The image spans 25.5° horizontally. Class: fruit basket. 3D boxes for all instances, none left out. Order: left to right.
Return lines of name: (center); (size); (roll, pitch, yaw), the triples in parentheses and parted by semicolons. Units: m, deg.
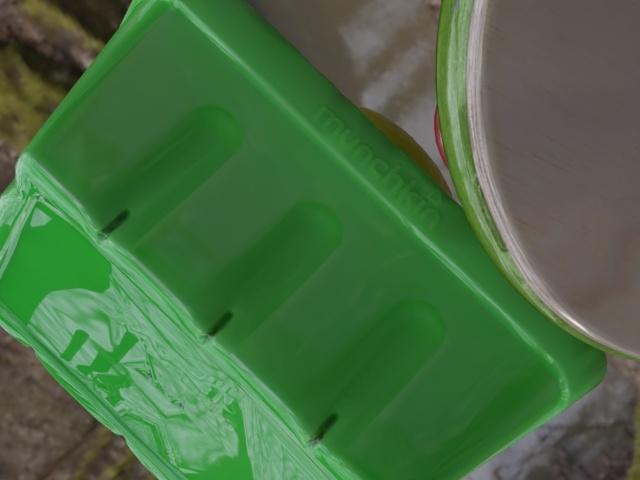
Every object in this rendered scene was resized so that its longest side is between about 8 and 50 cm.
fruit basket: (0.000, 0.000, 0.943); (0.392, 0.392, 0.283); (50, 142, 7)

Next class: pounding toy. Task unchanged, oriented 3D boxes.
pounding toy: (0.083, -0.085, 0.417); (0.110, 0.183, 0.236); (27, 147, 60)

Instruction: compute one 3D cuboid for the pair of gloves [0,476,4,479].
pair of gloves: (-0.298, 0.147, 0.946); (0.198, 0.023, 0.159); (20, -168, -30)
